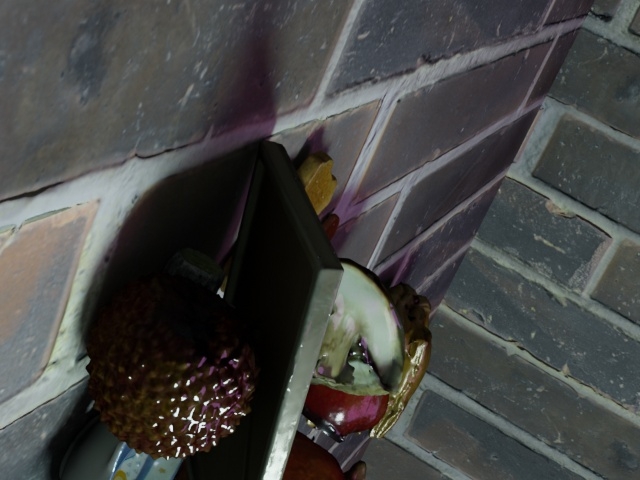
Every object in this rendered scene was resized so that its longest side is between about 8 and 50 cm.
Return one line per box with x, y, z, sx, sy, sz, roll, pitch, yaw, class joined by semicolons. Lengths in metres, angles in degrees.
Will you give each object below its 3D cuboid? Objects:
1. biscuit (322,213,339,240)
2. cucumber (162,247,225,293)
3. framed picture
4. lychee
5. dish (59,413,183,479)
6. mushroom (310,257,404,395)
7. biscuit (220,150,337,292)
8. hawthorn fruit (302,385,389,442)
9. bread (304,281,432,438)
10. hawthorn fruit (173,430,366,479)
0.000;0.000;1.646;0.091;0.015;0.078;-50;164;-34;biscuit
-0.153;0.066;1.160;0.112;0.064;0.064;-61;166;21;cucumber
-0.077;0.152;1.159;0.326;0.028;0.446;-115;-143;-61;framed picture
-0.150;0.127;1.056;0.188;0.188;0.188;-54;165;-22;lychee
-0.229;0.243;1.199;0.228;0.086;0.236;-62;165;4;dish
0.000;0.129;1.618;0.267;0.164;0.189;19;75;-42;mushroom
-0.056;-0.016;1.383;0.225;0.036;0.166;-54;164;-13;biscuit
0.043;0.258;2.033;0.189;0.190;0.251;33;68;-76;hawthorn fruit
0.131;0.269;2.287;0.314;0.191;0.370;-64;167;12;bread
-0.100;0.397;1.508;0.295;0.311;0.295;-48;-148;44;hawthorn fruit
